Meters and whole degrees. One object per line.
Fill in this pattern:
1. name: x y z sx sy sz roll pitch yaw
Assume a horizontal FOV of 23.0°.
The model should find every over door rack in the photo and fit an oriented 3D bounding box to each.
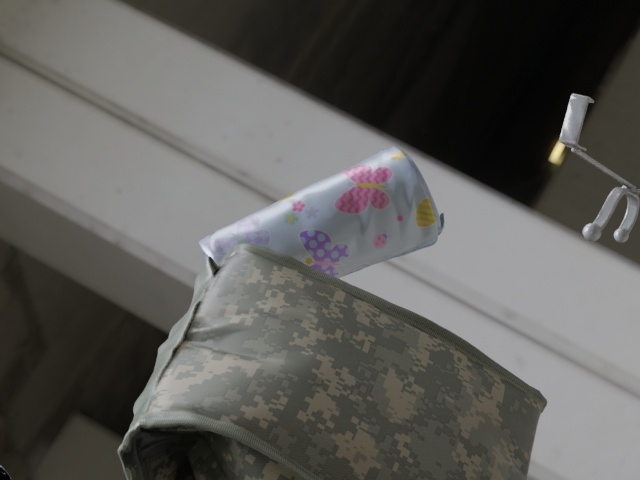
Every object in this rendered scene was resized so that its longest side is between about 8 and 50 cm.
1. over door rack: 0.409 -0.039 1.758 0.324 0.239 0.108 42 -116 -60

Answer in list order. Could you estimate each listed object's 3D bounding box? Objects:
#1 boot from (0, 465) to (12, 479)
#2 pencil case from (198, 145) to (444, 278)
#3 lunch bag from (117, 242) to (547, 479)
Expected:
1. boot: -0.411 0.283 1.898 0.082 0.219 0.106 4 -47 -39
2. pencil case: 0.000 0.000 1.756 0.273 0.124 0.113 -28 -24 -7
3. lunch bag: -0.001 0.152 1.161 0.169 0.287 0.235 -51 8 35
